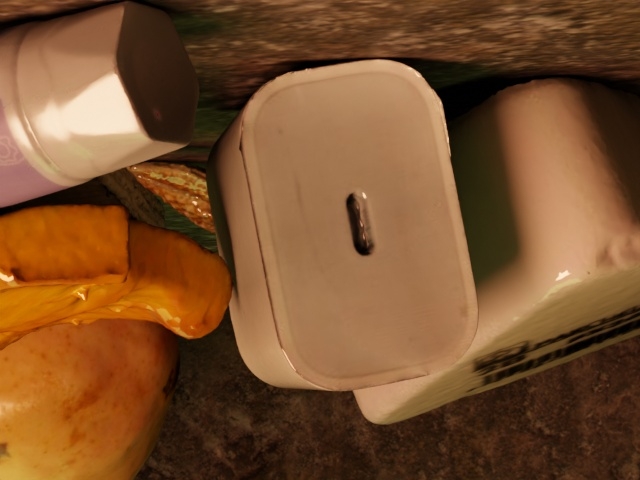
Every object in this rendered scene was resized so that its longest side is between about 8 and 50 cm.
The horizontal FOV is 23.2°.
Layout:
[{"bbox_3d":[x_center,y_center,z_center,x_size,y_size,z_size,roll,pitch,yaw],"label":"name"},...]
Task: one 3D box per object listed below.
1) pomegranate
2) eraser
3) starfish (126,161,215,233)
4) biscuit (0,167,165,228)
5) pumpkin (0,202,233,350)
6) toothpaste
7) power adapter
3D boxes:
[{"bbox_3d":[-0.287,0.105,1.294,0.342,0.342,0.342,-3,176,0],"label":"pomegranate"},{"bbox_3d":[0.138,0.019,1.142,0.331,0.150,0.331,-17,167,-4],"label":"eraser"},{"bbox_3d":[-0.004,-0.026,1.324,0.327,0.094,0.375,-3,171,29],"label":"starfish"},{"bbox_3d":[-0.197,-0.038,0.943,0.147,0.046,0.250,-6,159,12],"label":"biscuit"},{"bbox_3d":[-0.206,0.045,0.871,0.258,0.095,0.290,-19,174,11],"label":"pumpkin"},{"bbox_3d":[-0.239,-0.040,0.801,0.371,0.080,0.125,-14,129,24],"label":"toothpaste"},{"bbox_3d":[0.000,0.000,1.001,0.124,0.187,0.255,-9,178,-12],"label":"power adapter"}]
